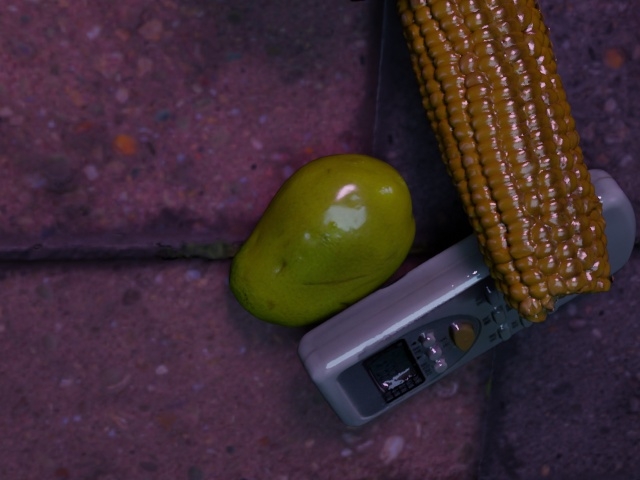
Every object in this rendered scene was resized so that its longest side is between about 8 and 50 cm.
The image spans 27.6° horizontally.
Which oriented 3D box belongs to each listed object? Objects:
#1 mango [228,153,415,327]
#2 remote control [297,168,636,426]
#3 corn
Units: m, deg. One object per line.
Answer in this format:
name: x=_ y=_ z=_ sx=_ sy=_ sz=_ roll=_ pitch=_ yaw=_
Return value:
mango: x=0.006 y=0.002 z=1.046 sx=0.117 sy=0.089 sz=0.163 roll=27 pitch=115 yaw=-29
remote control: x=0.128 y=0.050 z=1.075 sx=0.296 sy=0.056 sz=0.140 roll=-30 pitch=150 yaw=-1
corn: x=0.132 y=-0.097 z=0.970 sx=0.115 sy=0.115 sz=0.318 roll=-17 pitch=84 yaw=-6
